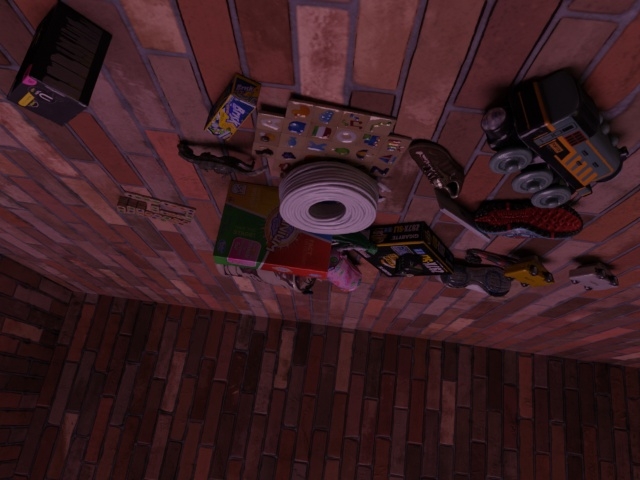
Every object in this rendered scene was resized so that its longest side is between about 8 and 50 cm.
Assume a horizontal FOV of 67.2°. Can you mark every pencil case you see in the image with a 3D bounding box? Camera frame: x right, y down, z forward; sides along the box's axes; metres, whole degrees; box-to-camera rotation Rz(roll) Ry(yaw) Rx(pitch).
[{"bbox_3d":[0.071,0.105,1.842,0.124,0.124,0.284,0,157,21],"label":"pencil case"},{"bbox_3d":[-0.192,0.083,1.730,0.411,0.159,0.183,8,155,34],"label":"pencil case"}]

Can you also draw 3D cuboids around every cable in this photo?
[{"bbox_3d":[0.020,-0.099,1.234,0.257,0.089,0.257,-24,143,39],"label":"cable"}]

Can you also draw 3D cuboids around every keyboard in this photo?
[{"bbox_3d":[0.393,-0.065,1.327,0.256,0.072,0.014,25,129,-38],"label":"keyboard"}]

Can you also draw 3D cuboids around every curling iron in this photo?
[{"bbox_3d":[0.623,0.076,1.669,0.274,0.035,0.068,13,163,-10],"label":"curling iron"}]

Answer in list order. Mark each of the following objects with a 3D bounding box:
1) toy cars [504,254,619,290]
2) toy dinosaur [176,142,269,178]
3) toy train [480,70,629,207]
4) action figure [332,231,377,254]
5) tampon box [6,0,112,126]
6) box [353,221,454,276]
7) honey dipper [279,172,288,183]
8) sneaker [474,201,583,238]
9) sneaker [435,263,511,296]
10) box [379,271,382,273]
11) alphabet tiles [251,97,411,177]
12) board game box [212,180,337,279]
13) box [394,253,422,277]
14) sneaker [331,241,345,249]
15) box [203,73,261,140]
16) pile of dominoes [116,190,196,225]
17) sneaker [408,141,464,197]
[{"bbox_3d":[0.801,0.101,1.604,0.394,0.087,0.176,3,159,4],"label":"toy cars"},{"bbox_3d":[-0.232,-0.188,1.214,0.268,0.064,0.118,13,-178,17],"label":"toy dinosaur"},{"bbox_3d":[0.450,-0.178,0.923,0.334,0.142,0.190,24,145,-37],"label":"toy train"},{"bbox_3d":[0.072,-0.007,1.498,0.232,0.137,0.063,20,116,-8],"label":"action figure"},{"bbox_3d":[-0.467,-0.312,0.865,0.121,0.160,0.101,-12,152,42],"label":"tampon box"},{"bbox_3d":[0.285,0.040,1.646,0.257,0.079,0.322,-6,155,30],"label":"box"},{"bbox_3d":[-0.088,-0.189,1.241,0.031,0.030,0.160,9,158,-3],"label":"honey dipper"},{"bbox_3d":[0.555,-0.054,1.293,0.262,0.104,0.125,7,175,22],"label":"sneaker"},{"bbox_3d":[0.569,0.137,1.798,0.297,0.110,0.129,13,180,-11],"label":"sneaker"},{"bbox_3d":[0.280,0.117,1.935,0.067,0.018,0.083,12,159,-9],"label":"box"},{"bbox_3d":[0.018,-0.217,1.113,0.343,0.011,0.285,8,157,-9],"label":"alphabet tiles"},{"bbox_3d":[-0.122,-0.032,1.372,0.317,0.242,0.064,8,158,-1],"label":"board game box"},{"bbox_3d":[0.288,0.083,1.573,0.062,0.052,0.083,12,158,-14],"label":"box"},{"bbox_3d":[0.000,0.000,1.640,0.217,0.079,0.121,-3,156,27],"label":"sneaker"},{"bbox_3d":[-0.186,-0.275,1.009,0.059,0.054,0.169,19,158,-26],"label":"box"},{"bbox_3d":[-0.570,-0.092,1.672,0.251,0.040,0.196,14,159,-15],"label":"pile of dominoes"},{"bbox_3d":[0.274,-0.161,1.112,0.188,0.071,0.066,23,155,-35],"label":"sneaker"}]
